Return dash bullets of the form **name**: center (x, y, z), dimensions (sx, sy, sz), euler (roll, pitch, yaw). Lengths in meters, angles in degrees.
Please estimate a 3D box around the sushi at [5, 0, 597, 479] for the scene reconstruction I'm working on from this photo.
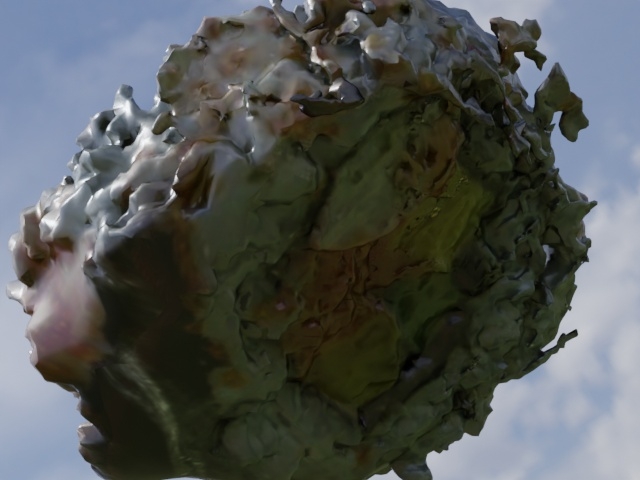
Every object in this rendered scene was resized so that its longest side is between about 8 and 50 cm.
- **sushi**: center (0.004, -0.001, 1.333), dimensions (0.417, 0.176, 0.417), euler (-19, -47, -22)
